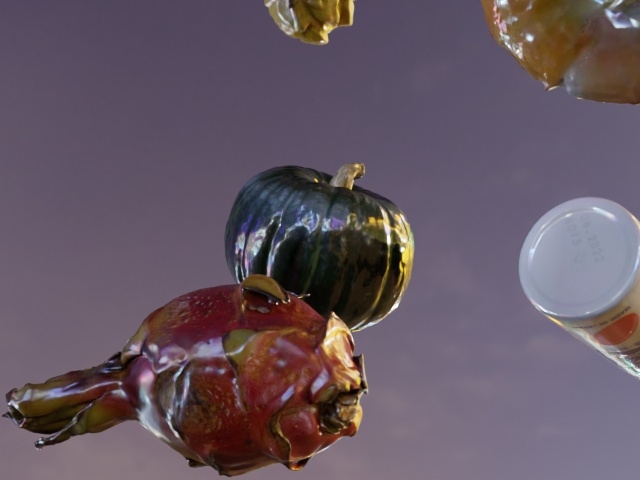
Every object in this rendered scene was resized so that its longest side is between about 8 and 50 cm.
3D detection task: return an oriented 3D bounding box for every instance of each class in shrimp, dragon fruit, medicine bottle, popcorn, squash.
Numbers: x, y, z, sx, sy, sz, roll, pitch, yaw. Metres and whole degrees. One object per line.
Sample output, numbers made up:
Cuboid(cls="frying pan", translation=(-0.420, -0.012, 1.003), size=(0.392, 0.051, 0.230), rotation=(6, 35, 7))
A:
Cuboid(cls="shrimp", translation=(0.166, -0.171, 0.467), size=(0.068, 0.150, 0.248), rotation=(-7, -50, -62))
Cuboid(cls="dragon fruit", translation=(-0.092, 0.094, 0.709), size=(0.246, 0.125, 0.125), rotation=(-13, -70, 7))
Cuboid(cls="medicine bottle", translation=(0.341, 0.074, 1.164), size=(0.130, 0.130, 0.341), rotation=(-24, -33, 26))
Cuboid(cls="popcorn", translation=(-0.016, -0.365, 1.586), size=(0.152, 0.148, 0.167), rotation=(-33, -35, -43))
Cuboid(cls="squash", translation=(-0.002, 0.005, 1.175), size=(0.218, 0.218, 0.172), rotation=(-4, -66, -4))
